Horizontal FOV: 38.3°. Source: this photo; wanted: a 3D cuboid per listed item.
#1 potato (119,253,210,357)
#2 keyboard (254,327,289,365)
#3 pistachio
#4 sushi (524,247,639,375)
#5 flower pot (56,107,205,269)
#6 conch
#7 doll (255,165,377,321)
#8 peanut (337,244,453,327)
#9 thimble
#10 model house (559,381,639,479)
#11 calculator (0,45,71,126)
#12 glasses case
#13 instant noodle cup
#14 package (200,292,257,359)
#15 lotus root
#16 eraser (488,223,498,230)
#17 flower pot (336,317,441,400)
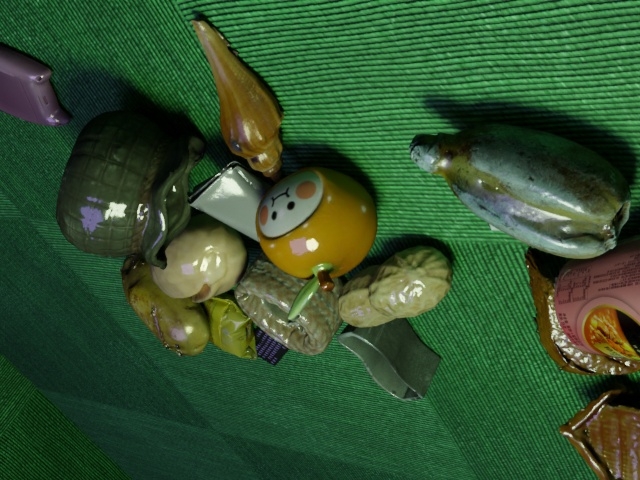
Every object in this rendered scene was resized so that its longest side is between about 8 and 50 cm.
[{"bbox_3d":[-0.369,0.138,2.158,0.300,0.140,0.173,50,159,24],"label":"potato"},{"bbox_3d":[-0.112,0.231,2.238,0.101,0.018,0.310,32,149,-2],"label":"keyboard"},{"bbox_3d":[-0.266,0.038,1.971,0.187,0.187,0.299,42,154,-17],"label":"pistachio"},{"bbox_3d":[0.430,0.147,1.538,0.287,0.140,0.149,33,112,-1],"label":"sushi"},{"bbox_3d":[-0.352,-0.102,1.737,0.213,0.302,0.302,18,148,-1],"label":"flower pot"},{"bbox_3d":[-0.137,-0.220,1.547,0.109,0.093,0.330,10,142,43],"label":"conch"},{"bbox_3d":[0.000,0.000,1.593,0.213,0.236,0.213,-6,151,-3],"label":"doll"},{"bbox_3d":[0.129,0.095,1.719,0.298,0.136,0.120,-30,81,57],"label":"peanut"},{"bbox_3d":[-0.054,0.119,1.912,0.229,0.148,0.196,37,151,-4],"label":"thimble"},{"bbox_3d":[0.584,0.369,1.693,0.229,0.220,0.199,8,-177,42],"label":"model house"},{"bbox_3d":[-0.659,-0.329,1.901,0.294,0.043,0.194,21,148,20],"label":"calculator"},{"bbox_3d":[-0.095,-0.052,1.733,0.308,0.083,0.128,31,122,-29],"label":"glasses case"},{"bbox_3d":[0.482,0.081,1.328,0.244,0.244,0.255,41,157,-15],"label":"instant noodle cup"},{"bbox_3d":[-0.226,0.197,2.220,0.168,0.090,0.226,26,142,17],"label":"package"},{"bbox_3d":[0.285,-0.089,1.323,0.322,0.140,0.158,26,132,19],"label":"lotus root"},{"bbox_3d":[0.311,-0.031,1.492,0.083,0.019,0.038,5,141,38],"label":"eraser"},{"bbox_3d":[0.143,0.227,1.923,0.103,0.108,0.229,-10,128,48],"label":"flower pot"}]
